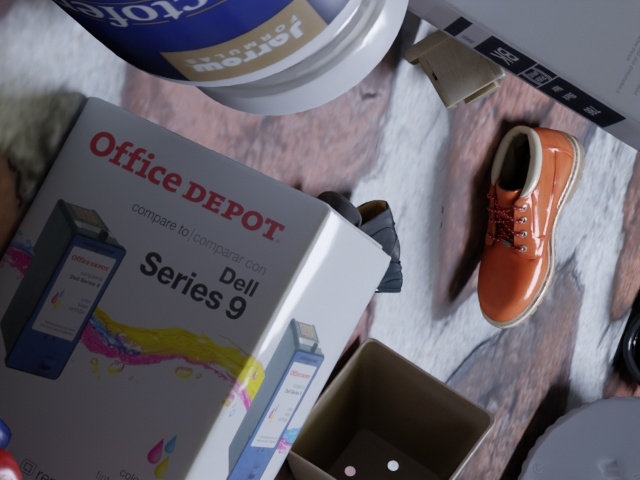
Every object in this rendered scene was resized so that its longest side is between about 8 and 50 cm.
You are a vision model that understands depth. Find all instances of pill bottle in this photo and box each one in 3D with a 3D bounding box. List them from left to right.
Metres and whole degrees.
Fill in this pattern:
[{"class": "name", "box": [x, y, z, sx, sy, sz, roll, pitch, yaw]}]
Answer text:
[{"class": "pill bottle", "box": [-0.059, -0.154, 0.810, 0.153, 0.153, 0.265, -62, 154, -5]}]

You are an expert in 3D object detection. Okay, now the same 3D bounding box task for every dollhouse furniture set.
[{"class": "dollhouse furniture set", "box": [0.130, -0.164, 1.290, 0.161, 0.101, 0.182, -30, 177, 8]}]

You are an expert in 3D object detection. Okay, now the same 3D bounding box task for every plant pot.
[{"class": "plant pot", "box": [0.044, 0.155, 1.361, 0.109, 0.109, 0.096, -50, 163, -28]}]

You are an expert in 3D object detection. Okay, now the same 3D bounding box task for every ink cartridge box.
[{"class": "ink cartridge box", "box": [-0.087, 0.058, 0.950, 0.212, 0.154, 0.093, -61, 153, -6]}, {"class": "ink cartridge box", "box": [0.206, -0.141, 1.152, 0.165, 0.333, 0.065, -59, -175, -10]}]

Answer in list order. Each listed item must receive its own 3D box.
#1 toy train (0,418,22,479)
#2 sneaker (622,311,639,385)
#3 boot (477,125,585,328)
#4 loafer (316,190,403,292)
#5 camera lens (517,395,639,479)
[{"class": "toy train", "box": [-0.246, 0.137, 0.794, 0.248, 0.105, 0.143, -55, 143, -20]}, {"class": "sneaker", "box": [0.398, 0.039, 1.920, 0.295, 0.104, 0.147, -62, 160, 6]}, {"class": "boot", "box": [0.144, -0.012, 1.452, 0.085, 0.059, 0.158, 12, 94, -61]}, {"class": "loafer", "box": [0.000, 0.000, 1.192, 0.170, 0.062, 0.061, 7, 85, -67]}, {"class": "camera lens", "box": [0.311, 0.273, 1.836, 0.219, 0.219, 0.274, -61, 155, -7]}]
